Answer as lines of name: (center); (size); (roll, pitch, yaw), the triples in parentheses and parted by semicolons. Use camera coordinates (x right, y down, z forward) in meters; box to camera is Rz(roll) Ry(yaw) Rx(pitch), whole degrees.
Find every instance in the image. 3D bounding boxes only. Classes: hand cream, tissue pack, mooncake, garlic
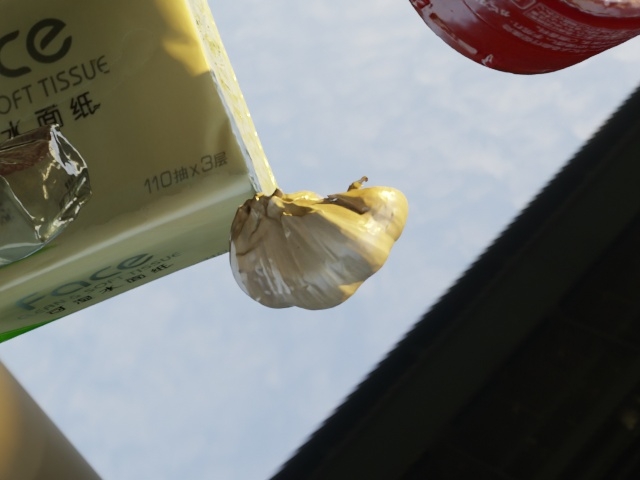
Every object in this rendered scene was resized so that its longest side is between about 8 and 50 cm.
hand cream: (0.172, -0.240, 0.926); (0.230, 0.230, 0.149); (-44, -172, -18)
tissue pack: (-0.277, -0.098, 1.284); (0.405, 0.205, 0.332); (-22, -103, 4)
mooncake: (-0.231, -0.021, 0.896); (0.125, 0.073, 0.130); (-28, -166, 22)
garlic: (0.000, 0.001, 0.775); (0.113, 0.094, 0.074); (-38, -113, 8)
